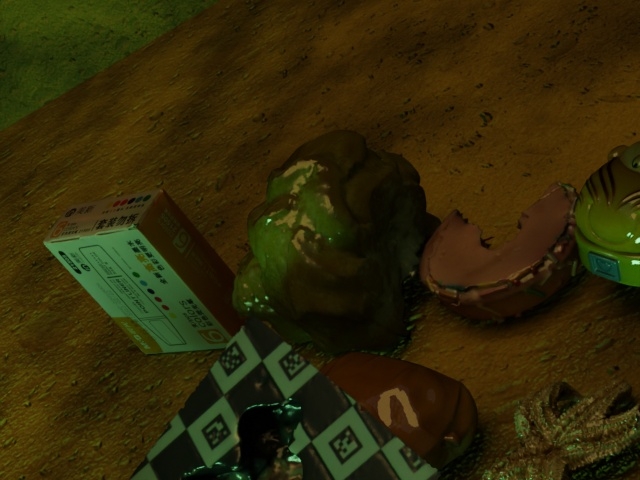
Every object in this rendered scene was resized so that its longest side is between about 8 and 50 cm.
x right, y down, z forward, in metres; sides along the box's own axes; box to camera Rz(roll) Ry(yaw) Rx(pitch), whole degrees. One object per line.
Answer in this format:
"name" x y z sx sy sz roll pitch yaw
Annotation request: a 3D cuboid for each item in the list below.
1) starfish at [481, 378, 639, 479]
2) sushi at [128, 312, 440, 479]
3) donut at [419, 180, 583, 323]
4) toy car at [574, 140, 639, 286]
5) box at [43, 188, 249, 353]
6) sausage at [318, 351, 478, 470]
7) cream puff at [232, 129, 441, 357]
"starfish" 0.251 0.234 1.307 0.238 0.071 0.216 -39 24 6
"sushi" -0.054 0.300 1.413 0.339 0.069 0.320 35 91 37
"donut" 0.238 0.024 1.593 0.233 0.085 0.199 -13 36 32
"toy car" 0.410 -0.056 1.451 0.248 0.142 0.200 -32 30 -29
"box" -0.247 0.053 1.849 0.220 0.274 0.091 -9 41 40
"sausage" 0.076 0.205 1.459 0.241 0.120 0.136 2 53 46
"cream puff" -0.004 0.001 1.687 0.269 0.274 0.323 -6 39 29
